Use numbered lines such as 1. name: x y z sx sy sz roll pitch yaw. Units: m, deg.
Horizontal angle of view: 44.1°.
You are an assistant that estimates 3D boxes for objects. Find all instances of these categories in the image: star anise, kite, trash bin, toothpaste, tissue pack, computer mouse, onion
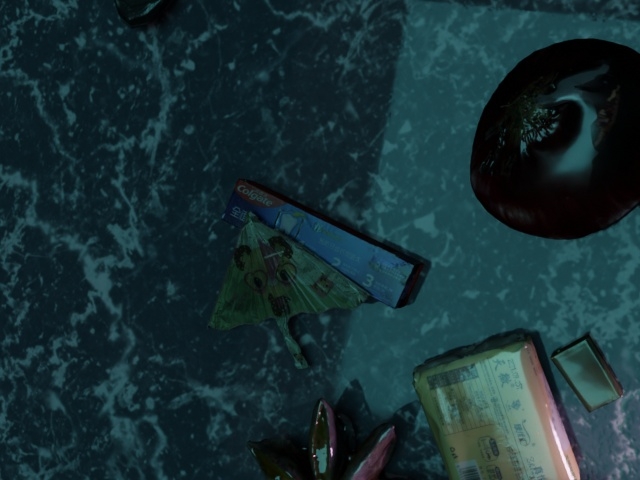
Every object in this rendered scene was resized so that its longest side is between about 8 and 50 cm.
1. star anise: 0.031 0.397 1.196 0.332 0.118 0.331 4 100 24
2. kite: -0.070 0.080 1.241 0.323 0.013 0.267 -11 102 31
3. trash bin: 0.374 0.187 1.109 0.061 0.043 0.092 -33 83 17
4. toothpaste: 0.000 0.001 1.231 0.321 0.066 0.076 27 99 19
5. tissue pack: 0.247 0.258 1.128 0.186 0.090 0.222 -22 81 21
6. computer mouse: -0.283 -0.446 1.334 0.106 0.062 0.192 20 91 20
7. onion: 0.343 -0.122 1.052 0.273 0.285 0.273 -31 47 40
